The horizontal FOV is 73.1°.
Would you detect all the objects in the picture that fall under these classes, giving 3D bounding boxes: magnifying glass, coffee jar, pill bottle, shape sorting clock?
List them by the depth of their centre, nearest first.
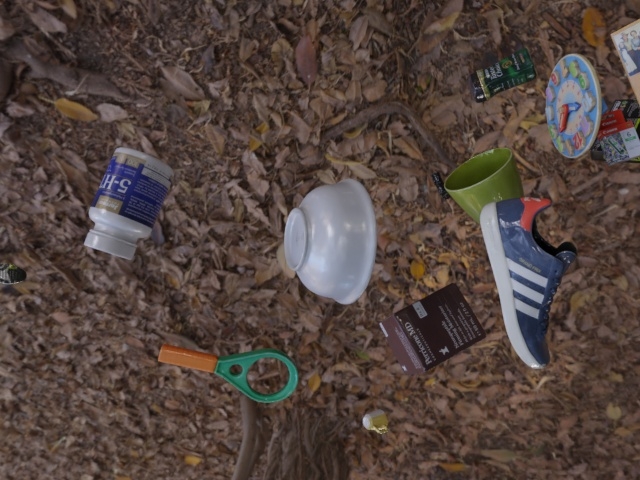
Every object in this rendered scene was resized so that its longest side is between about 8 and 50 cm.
[{"bbox_3d":[-0.149,0.212,0.717,0.231,0.026,0.092,16,98,-9],"label":"magnifying glass"},{"bbox_3d":[-0.356,-0.065,0.797,0.112,0.186,0.112,17,169,3],"label":"pill bottle"},{"bbox_3d":[0.510,-0.272,0.884,0.040,0.206,0.206,-12,124,3],"label":"shape sorting clock"},{"bbox_3d":[0.547,-0.497,1.312,0.184,0.096,0.079,-21,155,27],"label":"coffee jar"}]

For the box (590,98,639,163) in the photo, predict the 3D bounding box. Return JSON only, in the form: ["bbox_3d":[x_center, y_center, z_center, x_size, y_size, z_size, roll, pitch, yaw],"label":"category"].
[{"bbox_3d":[0.816,-0.278,1.090,0.184,0.190,0.045,17,158,43],"label":"box"}]

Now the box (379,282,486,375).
[{"bbox_3d":[0.302,0.247,1.191,0.203,0.168,0.167,-24,165,-15],"label":"box"}]

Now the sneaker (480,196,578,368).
[{"bbox_3d":[0.428,0.082,0.841,0.148,0.131,0.350,-14,97,30],"label":"sneaker"}]

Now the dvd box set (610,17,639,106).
[{"bbox_3d":[0.734,-0.257,0.871,0.062,0.307,0.420,-20,98,51],"label":"dvd box set"}]

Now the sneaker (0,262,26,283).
[{"bbox_3d":[-0.493,0.050,0.652,0.083,0.031,0.035,8,166,-31],"label":"sneaker"}]

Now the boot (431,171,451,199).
[{"bbox_3d":[0.521,-0.235,1.856,0.045,0.099,0.121,-29,154,26],"label":"boot"}]

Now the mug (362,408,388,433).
[{"bbox_3d":[0.175,0.577,1.379,0.064,0.062,0.078,4,165,-31],"label":"mug"}]

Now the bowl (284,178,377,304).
[{"bbox_3d":[0.000,0.000,0.994,0.134,0.298,0.298,2,131,-23],"label":"bowl"}]

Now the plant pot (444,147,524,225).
[{"bbox_3d":[0.682,-0.163,1.697,0.275,0.275,0.293,-28,109,27],"label":"plant pot"}]

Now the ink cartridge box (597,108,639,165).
[{"bbox_3d":[0.637,-0.225,0.927,0.063,0.029,0.115,-17,81,17],"label":"ink cartridge box"}]
